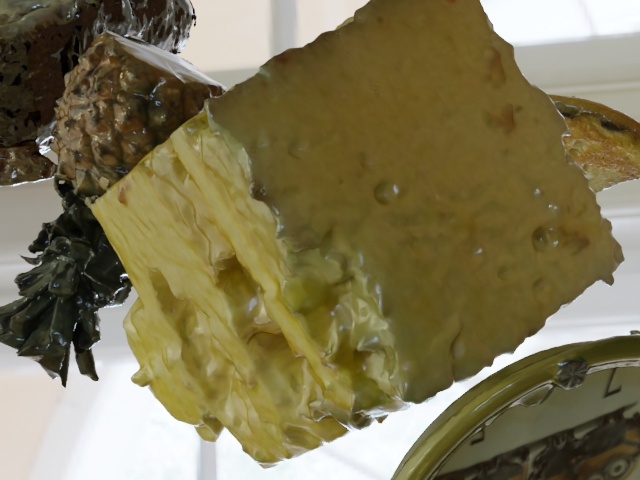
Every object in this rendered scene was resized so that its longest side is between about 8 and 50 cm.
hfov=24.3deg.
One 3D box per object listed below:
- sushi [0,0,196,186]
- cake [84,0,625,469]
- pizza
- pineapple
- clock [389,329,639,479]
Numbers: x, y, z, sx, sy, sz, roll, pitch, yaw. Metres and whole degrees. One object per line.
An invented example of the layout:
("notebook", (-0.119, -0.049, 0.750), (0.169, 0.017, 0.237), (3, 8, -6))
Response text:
("sushi", (-0.245, -0.186, 1.411), (0.343, 0.196, 0.182), (-48, -47, -43))
("cake", (0.000, 0.000, 0.958), (0.222, 0.227, 0.286), (59, 148, -2))
("pizza", (0.236, -0.093, 1.363), (0.099, 0.160, 0.035), (106, -176, -56))
("pineapple", (-0.159, -0.021, 1.073), (0.128, 0.128, 0.248), (-42, -23, -81))
("clock", (0.119, 0.138, 0.800), (0.057, 0.237, 0.237), (50, 156, 49))
